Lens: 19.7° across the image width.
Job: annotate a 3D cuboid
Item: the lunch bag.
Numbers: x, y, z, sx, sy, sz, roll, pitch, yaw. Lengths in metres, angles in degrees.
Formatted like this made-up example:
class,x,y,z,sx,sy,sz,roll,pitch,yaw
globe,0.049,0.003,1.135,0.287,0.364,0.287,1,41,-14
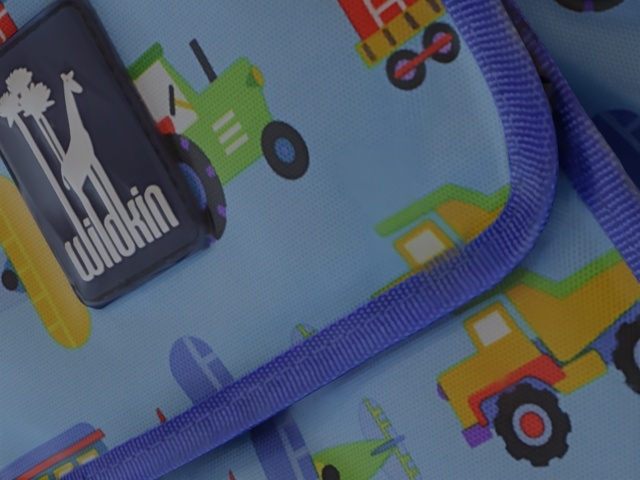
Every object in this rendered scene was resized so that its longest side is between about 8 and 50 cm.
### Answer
class,x,y,z,sx,sy,sz,roll,pitch,yaw
lunch bag,0.000,0.000,0.440,0.221,0.293,0.138,-34,-172,43
